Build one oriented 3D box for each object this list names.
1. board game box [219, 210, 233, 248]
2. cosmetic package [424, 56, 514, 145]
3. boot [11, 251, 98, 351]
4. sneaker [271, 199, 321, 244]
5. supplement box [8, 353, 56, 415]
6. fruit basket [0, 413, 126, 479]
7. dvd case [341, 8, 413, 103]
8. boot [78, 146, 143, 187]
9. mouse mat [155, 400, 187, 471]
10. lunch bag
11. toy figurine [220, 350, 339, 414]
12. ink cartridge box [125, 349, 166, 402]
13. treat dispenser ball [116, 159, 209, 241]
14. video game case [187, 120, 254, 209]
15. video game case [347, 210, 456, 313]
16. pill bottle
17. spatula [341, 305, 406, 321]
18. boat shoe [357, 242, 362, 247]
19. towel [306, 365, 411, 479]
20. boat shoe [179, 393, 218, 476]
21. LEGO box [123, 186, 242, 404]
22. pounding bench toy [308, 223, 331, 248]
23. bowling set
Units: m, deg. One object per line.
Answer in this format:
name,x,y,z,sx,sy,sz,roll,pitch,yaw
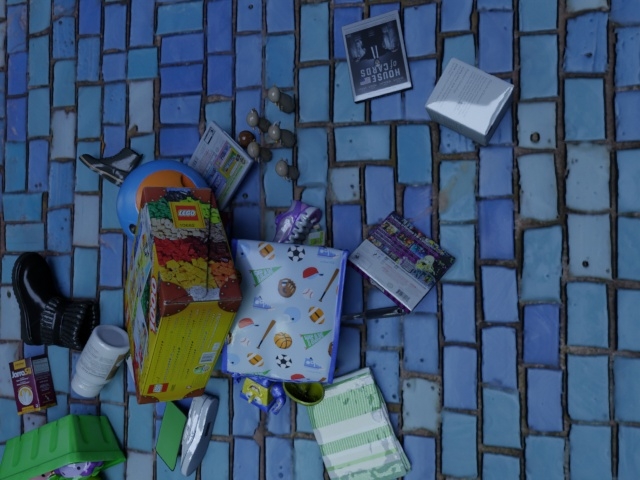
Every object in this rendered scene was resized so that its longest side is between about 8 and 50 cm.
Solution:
board game box,-0.321,0.048,1.793,0.027,0.145,0.281,6,90,15
cosmetic package,0.406,-0.373,1.571,0.184,0.151,0.151,30,97,15
boot,-0.900,0.205,1.977,0.260,0.131,0.348,-3,98,24
sneaker,-0.104,-0.027,1.760,0.104,0.095,0.236,39,95,22
supplement box,-1.014,0.506,2.034,0.104,0.081,0.188,-16,83,17
fruit basket,-0.835,0.794,1.891,0.392,0.283,0.392,-8,69,22
dvd case,0.166,-0.544,1.716,0.179,0.029,0.238,-11,85,18
boot,-0.710,-0.279,1.972,0.198,0.077,0.137,30,93,3
mouse mat,-0.482,0.623,1.858,0.153,0.007,0.189,19,96,51
lunch bag,-0.102,0.198,1.615,0.328,0.239,0.385,5,89,0
toy figurine,-0.143,0.433,1.757,0.363,0.191,0.217,24,124,19
ink cartridge box,-0.538,0.369,1.889,0.188,0.097,0.255,-58,40,9
treat dispenser ball,-0.475,-0.104,1.773,0.288,0.288,0.288,-1,88,18
video game case,-0.325,-0.236,1.830,0.193,0.023,0.212,46,122,14
video game case,0.226,0.058,1.623,0.232,0.042,0.210,39,69,15
pill bottle,-0.733,0.403,1.917,0.131,0.131,0.229,38,108,15
spatula,0.110,0.224,1.710,0.296,0.030,0.084,-11,83,17
boat shoe,0.184,0.095,1.666,0.080,0.076,0.228,-39,77,13
towel,0.100,0.559,1.703,0.248,0.038,0.324,-23,84,17
boat shoe,-0.401,0.613,1.839,0.084,0.095,0.258,16,83,21
LEGO box,-0.399,0.159,1.584,0.500,0.193,0.372,-63,38,42
pounding bench toy,0.000,0.000,1.740,0.052,0.065,0.083,-11,54,17
bowling set,-0.179,-0.309,1.753,0.200,0.154,0.287,-8,86,17
